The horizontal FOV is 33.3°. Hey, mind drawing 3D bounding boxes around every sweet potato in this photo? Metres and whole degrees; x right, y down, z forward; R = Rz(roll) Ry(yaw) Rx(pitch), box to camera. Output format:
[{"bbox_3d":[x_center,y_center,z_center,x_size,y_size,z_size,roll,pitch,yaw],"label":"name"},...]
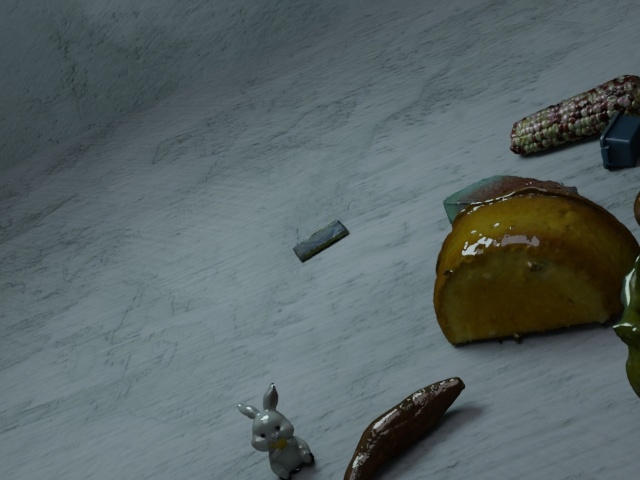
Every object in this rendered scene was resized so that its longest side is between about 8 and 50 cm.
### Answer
[{"bbox_3d":[0.105,0.283,1.533,0.255,0.058,0.078,-44,49,-18],"label":"sweet potato"}]

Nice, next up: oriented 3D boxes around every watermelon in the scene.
[{"bbox_3d":[0.357,-0.058,1.872,0.241,0.094,0.154,3,31,46],"label":"watermelon"}]

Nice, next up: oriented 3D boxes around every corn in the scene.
[{"bbox_3d":[0.487,-0.237,2.031,0.280,0.092,0.092,-17,29,27],"label":"corn"}]

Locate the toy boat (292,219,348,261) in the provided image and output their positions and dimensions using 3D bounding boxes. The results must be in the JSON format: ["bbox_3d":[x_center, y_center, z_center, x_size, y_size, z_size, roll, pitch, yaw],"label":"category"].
[{"bbox_3d":[0.000,0.000,2.189,0.115,0.016,0.063,-32,26,-3],"label":"toy boat"}]

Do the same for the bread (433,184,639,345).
[{"bbox_3d":[0.302,0.029,1.644,0.340,0.179,0.194,-12,31,32],"label":"bread"}]

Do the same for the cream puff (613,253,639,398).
[{"bbox_3d":[0.460,0.075,1.291,0.282,0.185,0.282,-51,-13,-16],"label":"cream puff"}]

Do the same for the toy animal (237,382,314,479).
[{"bbox_3d":[-0.066,0.292,1.612,0.071,0.124,0.085,-30,24,11],"label":"toy animal"}]

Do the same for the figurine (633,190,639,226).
[{"bbox_3d":[0.557,-0.063,1.554,0.263,0.142,0.189,-32,-1,-44],"label":"figurine"}]

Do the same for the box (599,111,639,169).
[{"bbox_3d":[0.540,-0.175,1.896,0.054,0.074,0.099,11,45,34],"label":"box"}]
